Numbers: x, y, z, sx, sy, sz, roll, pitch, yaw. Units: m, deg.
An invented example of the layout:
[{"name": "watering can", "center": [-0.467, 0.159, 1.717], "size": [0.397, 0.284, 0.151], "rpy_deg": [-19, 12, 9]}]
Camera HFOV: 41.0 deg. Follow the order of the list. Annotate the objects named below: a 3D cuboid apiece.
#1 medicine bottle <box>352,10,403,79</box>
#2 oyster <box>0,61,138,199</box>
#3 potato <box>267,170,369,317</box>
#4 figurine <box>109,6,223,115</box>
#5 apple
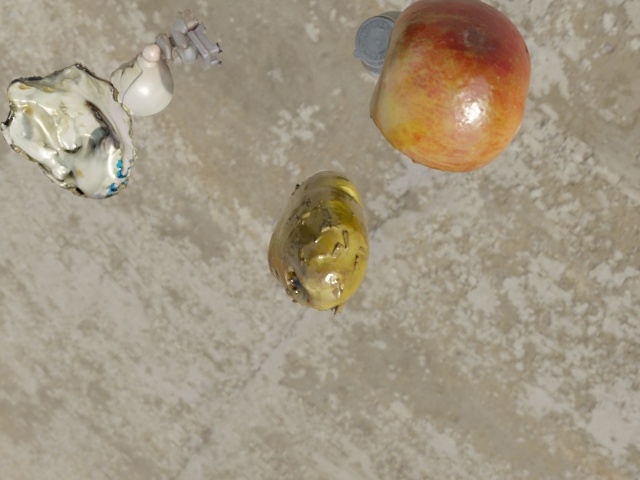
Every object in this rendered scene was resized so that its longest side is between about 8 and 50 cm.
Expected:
[{"name": "medicine bottle", "center": [0.145, -0.364, 1.626], "size": [0.135, 0.215, 0.135], "rpy_deg": [2, 95, 24]}, {"name": "oyster", "center": [-0.337, -0.156, 1.206], "size": [0.223, 0.083, 0.214], "rpy_deg": [-16, 128, 33]}, {"name": "potato", "center": [0.000, 0.000, 1.258], "size": [0.140, 0.300, 0.173], "rpy_deg": [27, 112, -12]}, {"name": "figurine", "center": [-0.327, -0.341, 1.752], "size": [0.144, 0.257, 0.182], "rpy_deg": [52, 171, -24]}, {"name": "apple", "center": [0.223, -0.264, 1.319], "size": [0.251, 0.293, 0.163], "rpy_deg": [21, 154, -6]}]
